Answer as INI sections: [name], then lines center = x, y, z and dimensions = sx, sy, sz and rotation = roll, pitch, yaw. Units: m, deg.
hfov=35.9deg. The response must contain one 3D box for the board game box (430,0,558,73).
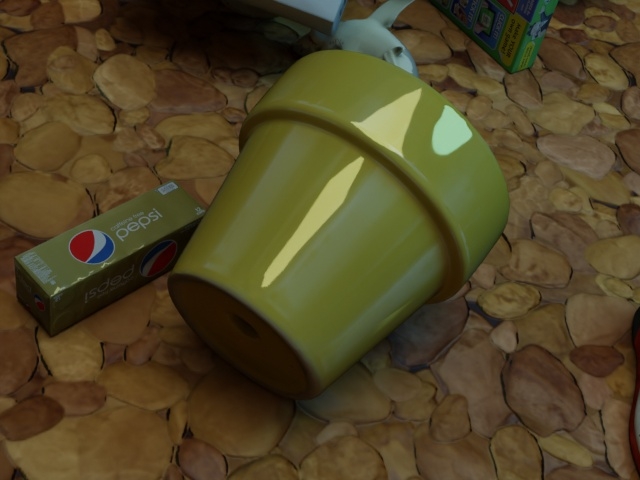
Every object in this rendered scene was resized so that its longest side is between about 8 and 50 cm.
[board game box]
center = 0.229, -0.398, 1.232
dimensions = 0.046, 0.317, 0.213
rotation = -23, 57, -28

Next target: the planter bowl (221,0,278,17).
[planter bowl]
center = -0.073, -0.349, 1.241
dimensions = 0.162, 0.162, 0.109
rotation = 7, 75, -8

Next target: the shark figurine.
[shark figurine]
center = 0.081, -0.176, 1.151
dimensions = 0.166, 0.116, 0.278
rotation = -28, 44, 7

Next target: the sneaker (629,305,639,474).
[sneaker]
center = 0.353, 0.121, 0.909
dimensions = 0.090, 0.145, 0.270
rotation = 13, 47, -2

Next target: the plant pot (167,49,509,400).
[plant pot]
center = 0.000, 0.000, 0.881
dimensions = 0.254, 0.254, 0.239
rotation = 33, 63, 16

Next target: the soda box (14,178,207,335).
[soda box]
center = -0.194, 0.013, 0.929
dimensions = 0.181, 0.061, 0.058
rotation = -31, 62, -34

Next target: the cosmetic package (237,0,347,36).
[cosmetic package]
center = -0.053, -0.463, 1.123
dimensions = 0.284, 0.097, 0.377
rotation = 20, 91, 1
